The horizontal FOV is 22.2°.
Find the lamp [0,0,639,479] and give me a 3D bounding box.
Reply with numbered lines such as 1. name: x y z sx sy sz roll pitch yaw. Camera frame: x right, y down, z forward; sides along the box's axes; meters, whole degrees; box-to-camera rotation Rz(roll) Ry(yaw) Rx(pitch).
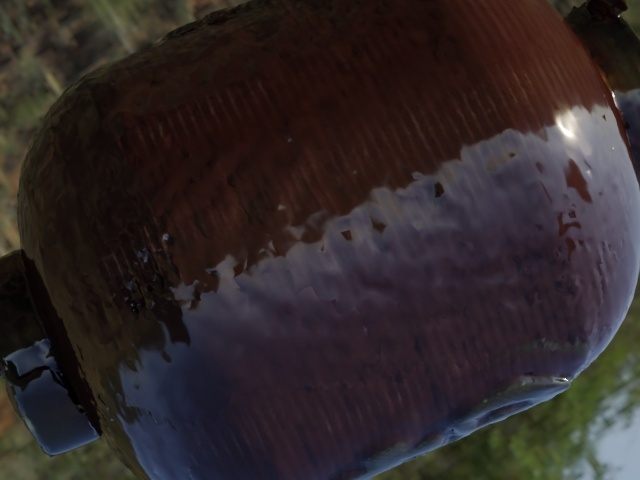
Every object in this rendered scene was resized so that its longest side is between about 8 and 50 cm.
1. lamp: 0.000 0.000 0.576 0.258 0.180 0.180 -24 172 -3
